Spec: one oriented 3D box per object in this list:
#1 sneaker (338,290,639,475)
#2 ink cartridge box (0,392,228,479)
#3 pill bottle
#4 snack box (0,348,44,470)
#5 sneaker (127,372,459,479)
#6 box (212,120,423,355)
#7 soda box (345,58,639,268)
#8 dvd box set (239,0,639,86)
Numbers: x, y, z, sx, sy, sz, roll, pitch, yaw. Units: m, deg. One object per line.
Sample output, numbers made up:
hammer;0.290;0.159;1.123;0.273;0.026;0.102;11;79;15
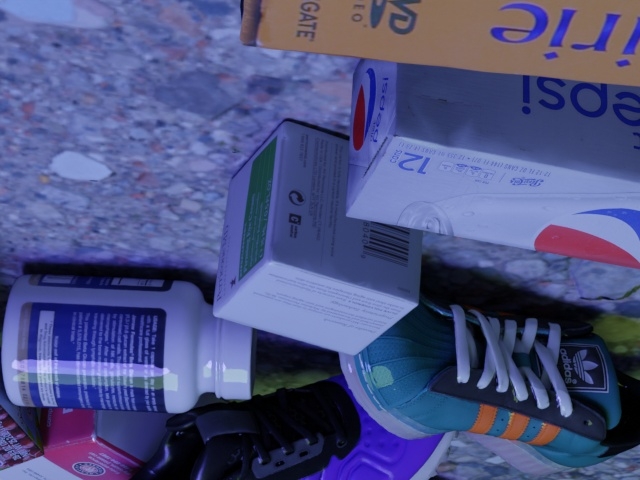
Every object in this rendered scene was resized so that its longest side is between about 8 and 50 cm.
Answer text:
sneaker;0.136;0.090;1.166;0.121;0.108;0.302;-20;152;34
ink cartridge box;-0.218;0.166;1.336;0.237;0.100;0.172;-15;146;28
pill bottle;-0.131;0.073;1.165;0.169;0.094;0.094;3;151;2
snack box;-0.312;0.109;1.151;0.174;0.070;0.207;-20;144;2
sneaker;-0.035;0.158;1.211;0.293;0.102;0.146;-34;137;1
box;0.000;0.000;1.011;0.102;0.101;0.087;16;149;-19
soda box;0.162;-0.048;0.912;0.286;0.098;0.091;10;151;-13
dvd box set;0.197;-0.174;0.466;0.420;0.307;0.062;5;154;-4
